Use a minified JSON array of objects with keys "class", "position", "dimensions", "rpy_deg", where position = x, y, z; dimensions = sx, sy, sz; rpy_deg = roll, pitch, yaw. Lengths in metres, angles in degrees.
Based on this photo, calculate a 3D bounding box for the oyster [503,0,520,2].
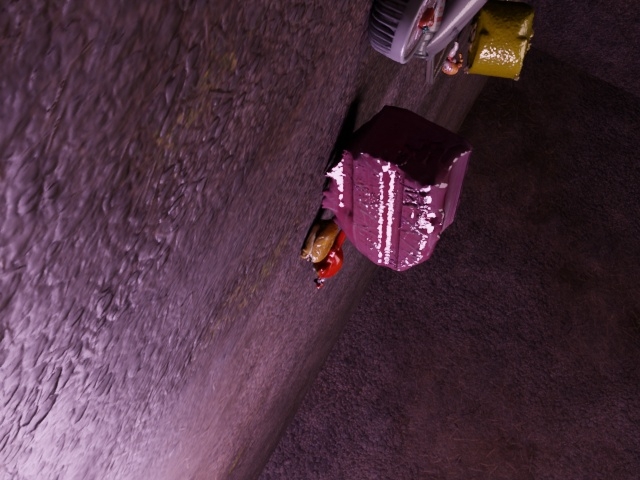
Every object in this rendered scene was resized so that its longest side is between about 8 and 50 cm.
[{"class":"oyster","position":[0.521,-0.717,2.079],"dimensions":[0.361,0.096,0.221],"rpy_deg":[-62,165,-13]}]

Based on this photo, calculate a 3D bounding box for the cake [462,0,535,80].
[{"class":"cake","position":[0.429,-0.484,1.879],"dimensions":[0.260,0.156,0.179],"rpy_deg":[-67,162,-67]}]

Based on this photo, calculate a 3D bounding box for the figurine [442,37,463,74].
[{"class":"figurine","position":[0.330,-0.455,1.926],"dimensions":[0.109,0.047,0.064],"rpy_deg":[94,2,-56]}]

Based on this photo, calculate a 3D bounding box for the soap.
[{"class":"soap","position":[0.119,-0.073,1.278],"dimensions":[0.127,0.220,0.325],"rpy_deg":[-50,160,-26]}]

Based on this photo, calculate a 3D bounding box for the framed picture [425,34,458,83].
[{"class":"framed picture","position":[0.303,-0.485,1.725],"dimensions":[0.260,0.023,0.189],"rpy_deg":[-61,171,-1]}]

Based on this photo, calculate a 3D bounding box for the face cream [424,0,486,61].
[{"class":"face cream","position":[0.292,-0.487,1.517],"dimensions":[0.314,0.089,0.143],"rpy_deg":[-53,174,17]}]

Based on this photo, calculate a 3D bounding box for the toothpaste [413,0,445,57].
[{"class":"toothpaste","position":[0.171,-0.393,1.168],"dimensions":[0.089,0.057,0.234],"rpy_deg":[-46,154,-58]}]

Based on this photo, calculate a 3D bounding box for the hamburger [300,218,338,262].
[{"class":"hamburger","position":[0.000,0.000,1.407],"dimensions":[0.076,0.044,0.083],"rpy_deg":[-49,162,-60]}]

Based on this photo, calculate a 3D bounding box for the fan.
[{"class":"fan","position":[0.133,-0.345,0.993],"dimensions":[0.130,0.074,0.244],"rpy_deg":[-50,165,-53]}]

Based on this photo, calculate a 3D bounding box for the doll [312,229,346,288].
[{"class":"doll","position":[0.017,0.048,1.606],"dimensions":[0.109,0.057,0.169],"rpy_deg":[-60,171,-23]}]
